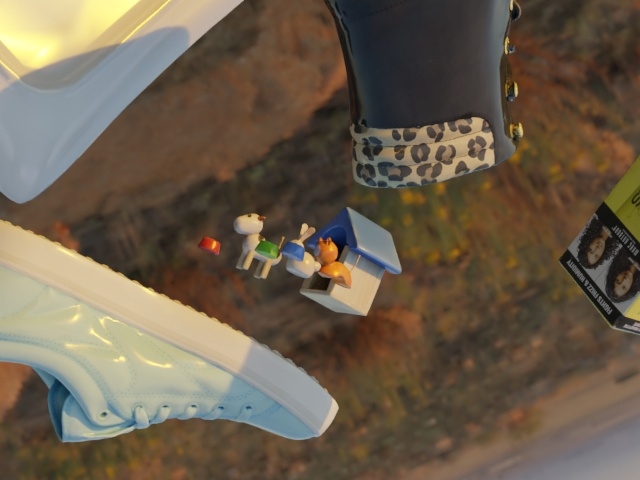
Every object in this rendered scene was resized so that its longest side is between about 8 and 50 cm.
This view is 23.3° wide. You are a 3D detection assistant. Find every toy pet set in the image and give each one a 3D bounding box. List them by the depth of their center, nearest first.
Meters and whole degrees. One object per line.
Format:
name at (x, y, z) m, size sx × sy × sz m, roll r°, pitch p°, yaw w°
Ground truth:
toy pet set at (0.000, 0.000, 1.038) m, size 0.114 × 0.065 × 0.122 m, roll 30°, pitch 166°, yaw -32°

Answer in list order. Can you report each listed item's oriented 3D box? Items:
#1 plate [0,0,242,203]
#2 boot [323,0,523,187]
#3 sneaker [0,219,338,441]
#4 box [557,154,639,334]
plate at (-0.178, -0.212, 0.964) m, size 0.277 × 0.278 × 0.045 m, roll -47°, pitch -163°, yaw -28°
boot at (0.100, -0.143, 0.876) m, size 0.236 × 0.178 × 0.085 m, roll -20°, pitch -153°, yaw -22°
sneaker at (-0.164, 0.118, 1.355) m, size 0.366 × 0.150 × 0.135 m, roll 27°, pitch 173°, yaw -17°
box at (0.282, -0.041, 1.160) m, size 0.058 × 0.087 × 0.232 m, roll 14°, pitch 122°, yaw -40°
